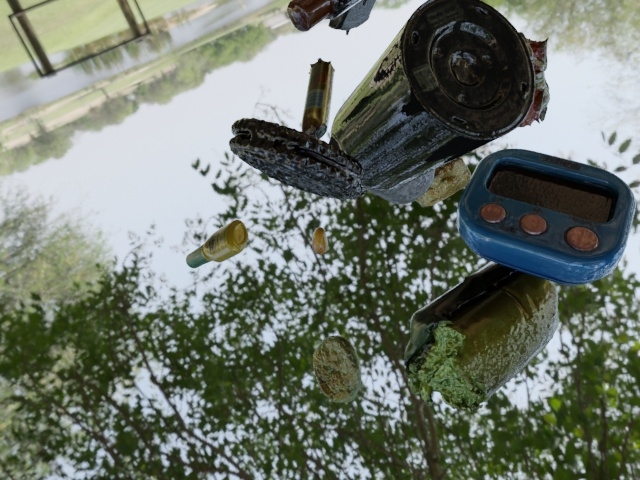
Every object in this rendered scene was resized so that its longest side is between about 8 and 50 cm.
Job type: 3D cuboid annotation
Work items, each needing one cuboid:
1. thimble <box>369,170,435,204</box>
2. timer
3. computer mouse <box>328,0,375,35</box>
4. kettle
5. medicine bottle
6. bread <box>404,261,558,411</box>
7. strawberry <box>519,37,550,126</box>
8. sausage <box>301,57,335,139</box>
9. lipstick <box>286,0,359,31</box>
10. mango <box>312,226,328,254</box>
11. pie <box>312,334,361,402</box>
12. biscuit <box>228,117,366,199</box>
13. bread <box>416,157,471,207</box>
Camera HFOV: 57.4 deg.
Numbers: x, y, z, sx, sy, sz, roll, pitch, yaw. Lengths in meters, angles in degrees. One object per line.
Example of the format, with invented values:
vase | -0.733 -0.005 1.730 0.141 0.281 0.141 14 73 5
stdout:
thimble | 0.210 -0.232 1.670 0.205 0.172 0.237 -4 -109 39
timer | 0.479 -0.058 1.256 0.339 0.115 0.309 19 -127 21
computer mouse | 0.099 -0.703 1.663 0.147 0.088 0.264 -28 158 -32
kettle | 0.162 -0.225 0.910 0.262 0.203 0.308 -58 -169 -20
medicine bottle | -0.284 0.023 1.574 0.260 0.064 0.095 -25 -124 47
bread | 0.376 0.206 1.309 0.376 0.251 0.208 -30 -147 -27
strawberry | 0.517 -0.465 1.771 0.343 0.292 0.292 -3 -153 24
sausage | -0.007 -0.362 1.524 0.082 0.082 0.372 -17 -142 18
lipstick | 0.066 -0.414 0.902 0.299 0.081 0.081 -43 -154 -23
mango | 0.000 0.000 1.712 0.046 0.089 0.060 -9 -144 -21
pie | 0.023 0.158 0.721 0.021 0.084 0.084 -2 180 -44
biscuit | -0.031 -0.104 0.767 0.194 0.194 0.053 16 -95 61
bread | 0.341 -0.217 1.861 0.184 0.114 0.275 -32 -159 3
